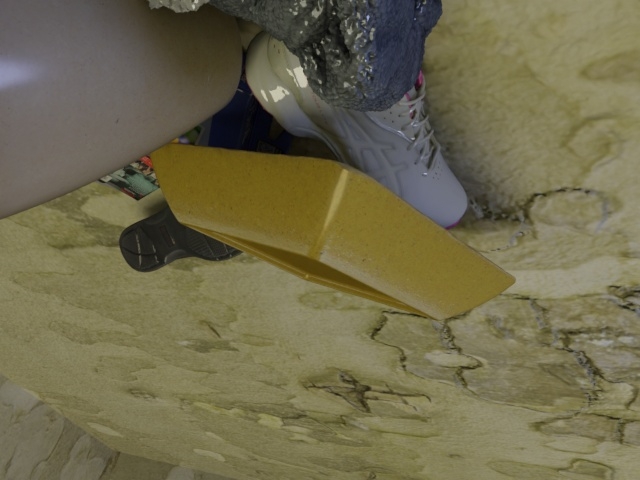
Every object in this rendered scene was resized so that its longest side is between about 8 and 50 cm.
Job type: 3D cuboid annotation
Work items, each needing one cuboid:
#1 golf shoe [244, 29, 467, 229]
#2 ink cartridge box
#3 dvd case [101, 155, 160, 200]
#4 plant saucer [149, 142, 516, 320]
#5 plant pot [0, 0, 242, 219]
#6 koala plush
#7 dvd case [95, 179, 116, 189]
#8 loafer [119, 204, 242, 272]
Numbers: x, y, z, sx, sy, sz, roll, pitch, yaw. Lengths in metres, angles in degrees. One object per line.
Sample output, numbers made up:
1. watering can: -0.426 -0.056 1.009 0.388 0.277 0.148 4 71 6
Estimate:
1. golf shoe: 0.067 -0.119 0.683 0.306 0.115 0.140 38 141 -24
2. ink cartridge box: -0.180 -0.177 0.797 0.311 0.065 0.186 23 148 -3
3. dvd case: -0.262 -0.103 0.953 0.119 0.013 0.087 -25 139 33
4. plant saucer: 0.000 0.000 0.755 0.333 0.081 0.333 13 169 45
5. plant pot: -0.215 -0.161 0.573 0.256 0.274 0.256 22 121 42
6. koala plush: -0.023 -0.216 0.510 0.221 0.196 0.203 21 136 21
7. dvd case: -0.384 -0.162 0.967 0.239 0.029 0.179 20 147 6
8. loafer: -0.187 -0.023 1.015 0.302 0.095 0.109 -13 103 36
